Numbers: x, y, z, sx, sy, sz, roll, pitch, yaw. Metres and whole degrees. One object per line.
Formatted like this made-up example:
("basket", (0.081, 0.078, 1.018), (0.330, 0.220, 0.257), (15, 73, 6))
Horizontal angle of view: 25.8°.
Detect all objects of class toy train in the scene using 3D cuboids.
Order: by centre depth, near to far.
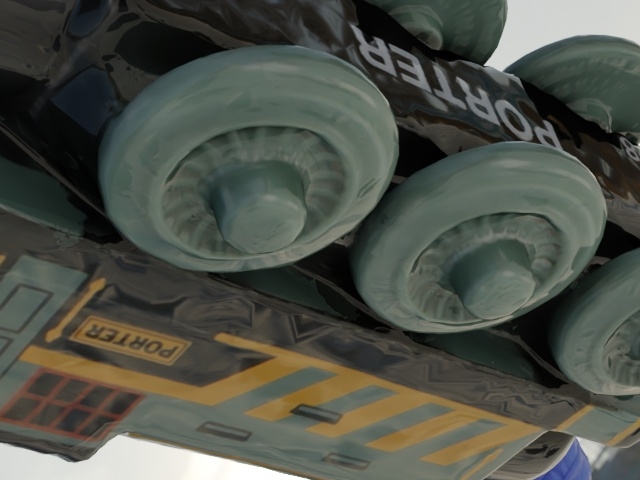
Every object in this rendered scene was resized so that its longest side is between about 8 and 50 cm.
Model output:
("toy train", (0.000, 0.000, 0.460), (0.334, 0.142, 0.190), (19, -50, -38))

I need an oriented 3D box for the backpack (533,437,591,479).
("backpack", (0.106, 0.147, 0.869), (0.120, 0.098, 0.101), (-40, -57, -22))
